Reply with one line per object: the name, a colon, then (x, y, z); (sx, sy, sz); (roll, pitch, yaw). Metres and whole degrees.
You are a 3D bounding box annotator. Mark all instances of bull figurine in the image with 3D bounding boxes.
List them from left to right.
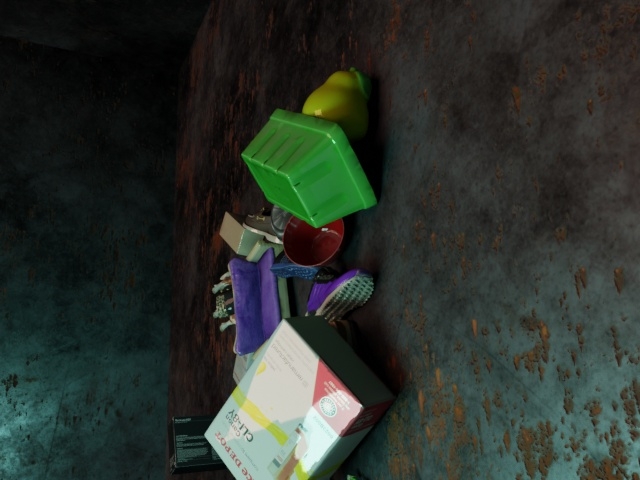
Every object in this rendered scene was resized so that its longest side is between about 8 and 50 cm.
bull figurine: (-0.296, 0.229, 2.055); (0.101, 0.188, 0.310); (61, -165, -47)

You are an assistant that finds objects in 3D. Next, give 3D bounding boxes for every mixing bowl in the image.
mixing bowl: (0.000, 0.000, 1.508); (0.181, 0.098, 0.182); (-11, 64, 24)

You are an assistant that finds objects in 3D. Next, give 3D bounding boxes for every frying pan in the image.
frying pan: (-0.069, -0.037, 1.657); (0.197, 0.053, 0.326); (-39, 50, 28)

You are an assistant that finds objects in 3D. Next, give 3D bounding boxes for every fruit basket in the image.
fruit basket: (0.016, -0.250, 1.454); (0.283, 0.392, 0.392); (61, 172, -32)

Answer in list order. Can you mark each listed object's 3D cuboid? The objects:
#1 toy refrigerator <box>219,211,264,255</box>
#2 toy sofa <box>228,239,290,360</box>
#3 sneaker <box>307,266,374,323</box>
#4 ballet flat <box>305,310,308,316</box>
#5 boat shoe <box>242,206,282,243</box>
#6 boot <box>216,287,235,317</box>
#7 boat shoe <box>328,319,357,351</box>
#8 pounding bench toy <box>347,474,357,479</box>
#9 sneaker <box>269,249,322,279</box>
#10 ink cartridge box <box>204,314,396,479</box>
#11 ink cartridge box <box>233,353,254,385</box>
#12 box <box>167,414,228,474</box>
toy refrigerator: (-0.307, -0.026, 2.184); (0.269, 0.094, 0.102); (34, 109, 60)
toy sofa: (-0.184, 0.190, 1.796); (0.150, 0.177, 0.363); (-48, 43, 51)
sneaker: (0.033, 0.122, 1.450); (0.293, 0.102, 0.146); (-52, 41, 48)
ballet flat: (-0.028, 0.251, 1.605); (0.057, 0.052, 0.168); (32, 114, 61)
boat shoe: (-0.166, -0.058, 1.880); (0.324, 0.116, 0.097); (22, 101, 59)
boot: (-0.278, 0.158, 1.973); (0.178, 0.085, 0.236); (-15, 54, 15)
boat shoe: (-0.019, 0.315, 1.498); (0.324, 0.119, 0.123); (-60, 35, 40)
pounding bench toy: (0.089, 0.586, 1.304); (0.065, 0.052, 0.083); (-50, 42, 49)
sneaker: (-0.067, 0.062, 1.690); (0.232, 0.081, 0.090); (-2, 55, 51)
ink cartridge box: (-0.058, 0.410, 1.301); (0.279, 0.160, 0.385); (43, 109, 28)
ink cartridge box: (-0.252, 0.435, 2.003); (0.127, 0.072, 0.175); (36, 118, 60)
box: (-0.425, 0.755, 2.082); (0.103, 0.261, 0.184); (-55, 38, 46)
